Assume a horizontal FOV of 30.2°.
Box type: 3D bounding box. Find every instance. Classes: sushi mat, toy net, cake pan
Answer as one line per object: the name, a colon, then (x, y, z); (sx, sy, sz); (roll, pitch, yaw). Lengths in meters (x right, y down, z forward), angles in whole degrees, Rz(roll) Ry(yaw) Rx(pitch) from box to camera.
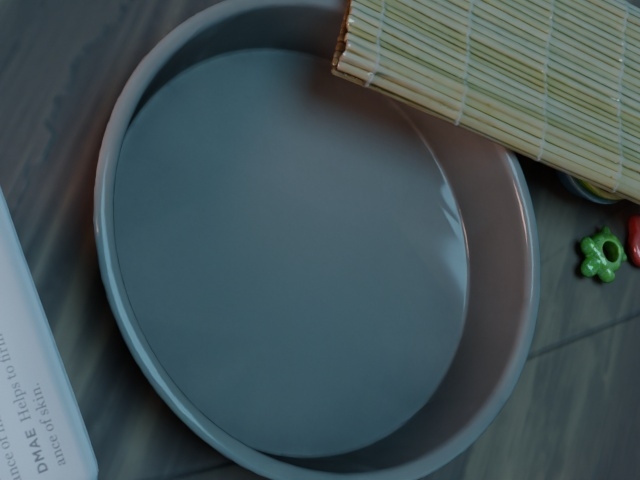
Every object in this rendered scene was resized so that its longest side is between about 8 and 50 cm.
sushi mat: (0.150, -0.119, 0.775); (0.316, 0.019, 0.151); (19, 63, -27)
toy net: (0.261, -0.057, 0.867); (0.232, 0.045, 0.122); (-23, 89, -33)
cake pan: (0.000, 0.000, 0.695); (0.293, 0.054, 0.293); (8, 73, -28)

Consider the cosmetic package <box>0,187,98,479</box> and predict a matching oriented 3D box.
cosmetic package: (-0.219, 0.067, 0.493); (0.183, 0.151, 0.151); (-19, 88, -31)
